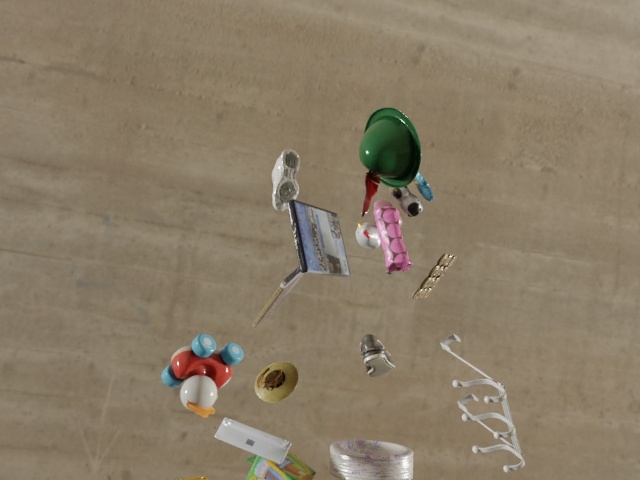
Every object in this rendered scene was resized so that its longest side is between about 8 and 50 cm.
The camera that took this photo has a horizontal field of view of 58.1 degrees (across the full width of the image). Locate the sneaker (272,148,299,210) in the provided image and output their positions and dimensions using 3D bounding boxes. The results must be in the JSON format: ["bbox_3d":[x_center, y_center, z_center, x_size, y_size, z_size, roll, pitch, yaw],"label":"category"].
[{"bbox_3d":[-0.137,-0.212,2.112,0.090,0.232,0.115,18,-18,-26],"label":"sneaker"}]

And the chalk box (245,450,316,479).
[{"bbox_3d":[-0.150,0.765,1.895,0.213,0.132,0.132,30,10,26],"label":"chalk box"}]

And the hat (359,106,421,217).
[{"bbox_3d":[0.086,-0.169,1.169,0.183,0.173,0.208,-18,23,-30],"label":"hat"}]

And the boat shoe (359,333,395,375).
[{"bbox_3d":[0.213,0.437,2.171,0.112,0.095,0.335,-15,-27,5],"label":"boat shoe"}]

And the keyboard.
[{"bbox_3d":[-0.216,0.627,1.814,0.256,0.072,0.014,11,-29,27],"label":"keyboard"}]

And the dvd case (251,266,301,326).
[{"bbox_3d":[-0.103,0.144,1.642,0.018,0.164,0.221,41,-50,7],"label":"dvd case"}]

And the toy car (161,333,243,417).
[{"bbox_3d":[-0.368,0.463,1.825,0.210,0.238,0.219,27,-59,-36],"label":"toy car"}]

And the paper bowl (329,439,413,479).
[{"bbox_3d":[0.171,0.774,1.953,0.284,0.148,0.284,3,-10,1],"label":"paper bowl"}]

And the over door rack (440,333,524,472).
[{"bbox_3d":[0.413,0.437,1.556,0.108,0.239,0.324,-21,19,-5],"label":"over door rack"}]

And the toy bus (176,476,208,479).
[{"bbox_3d":[-0.273,0.585,1.231,0.149,0.220,0.211,7,19,-25],"label":"toy bus"}]

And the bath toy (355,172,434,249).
[{"bbox_3d":[0.269,-0.112,2.210,0.151,0.348,0.129,50,5,17],"label":"bath toy"}]

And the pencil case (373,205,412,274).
[{"bbox_3d":[0.232,-0.003,1.846,0.095,0.209,0.098,-24,-26,33],"label":"pencil case"}]

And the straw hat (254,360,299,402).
[{"bbox_3d":[-0.140,0.400,1.693,0.144,0.144,0.061,14,9,-35],"label":"straw hat"}]

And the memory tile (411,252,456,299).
[{"bbox_3d":[0.299,0.095,1.510,0.012,0.148,0.113,39,13,24],"label":"memory tile"}]

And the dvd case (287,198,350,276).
[{"bbox_3d":[0.000,0.000,1.466,0.022,0.180,0.253,-18,-13,24],"label":"dvd case"}]
